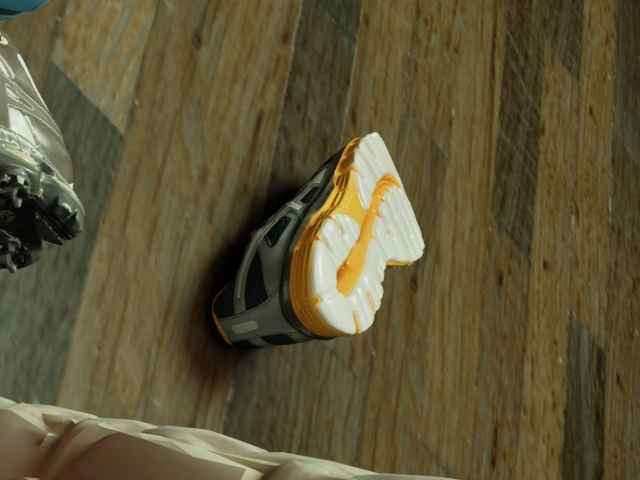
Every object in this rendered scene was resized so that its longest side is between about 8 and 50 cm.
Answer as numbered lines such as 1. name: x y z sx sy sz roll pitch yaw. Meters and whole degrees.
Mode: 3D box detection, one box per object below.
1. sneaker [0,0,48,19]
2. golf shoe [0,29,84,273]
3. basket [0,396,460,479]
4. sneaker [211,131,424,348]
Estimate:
1. sneaker: -0.215 -0.249 0.856 0.341 0.125 0.140 53 39 -29
2. golf shoe: -0.183 -0.072 0.882 0.198 0.077 0.094 53 22 -41
3. basket: -0.018 0.227 0.379 0.266 0.331 0.328 48 63 -32
4. sneaker: 0.000 0.000 1.136 0.084 0.083 0.215 64 25 -11
